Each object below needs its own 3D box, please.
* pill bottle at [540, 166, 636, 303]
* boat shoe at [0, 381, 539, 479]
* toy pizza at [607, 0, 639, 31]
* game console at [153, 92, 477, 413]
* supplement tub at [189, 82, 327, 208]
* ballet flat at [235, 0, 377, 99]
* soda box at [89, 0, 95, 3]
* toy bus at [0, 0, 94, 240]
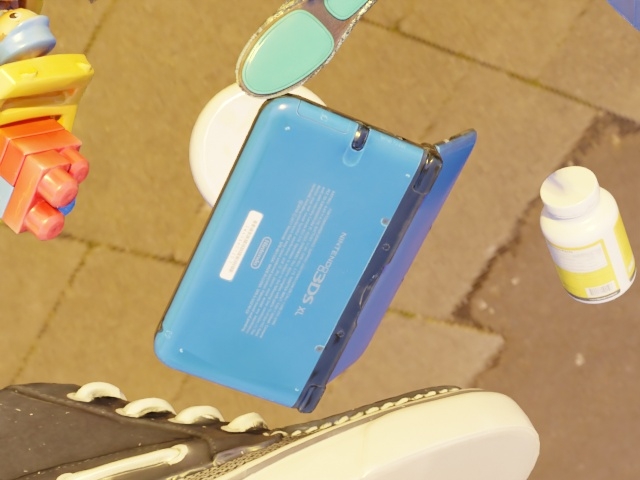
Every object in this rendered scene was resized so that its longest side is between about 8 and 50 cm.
[{"bbox_3d":[0.350,-0.009,1.879,0.103,0.103,0.184,-27,131,0],"label":"pill bottle"},{"bbox_3d":[-0.069,0.117,0.710,0.341,0.158,0.127,-19,139,-21],"label":"boat shoe"},{"bbox_3d":[0.285,-0.243,1.235,0.032,0.201,0.201,-42,137,-6],"label":"toy pizza"},{"bbox_3d":[0.000,0.000,1.381,0.250,0.173,0.293,21,110,-16],"label":"game console"},{"bbox_3d":[-0.090,-0.132,2.281,0.236,0.325,0.235,0,90,-4],"label":"supplement tub"},{"bbox_3d":[-0.005,-0.197,1.256,0.188,0.070,0.070,-42,136,-5],"label":"ballet flat"},{"bbox_3d":[-0.229,-0.364,1.762,0.169,0.060,0.053,-38,100,-14],"label":"soda box"},{"bbox_3d":[-0.240,-0.107,1.032,0.149,0.211,0.220,-18,138,-54],"label":"toy bus"}]
